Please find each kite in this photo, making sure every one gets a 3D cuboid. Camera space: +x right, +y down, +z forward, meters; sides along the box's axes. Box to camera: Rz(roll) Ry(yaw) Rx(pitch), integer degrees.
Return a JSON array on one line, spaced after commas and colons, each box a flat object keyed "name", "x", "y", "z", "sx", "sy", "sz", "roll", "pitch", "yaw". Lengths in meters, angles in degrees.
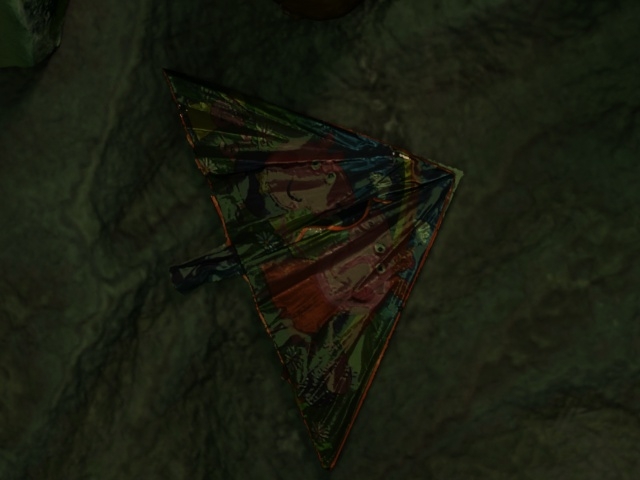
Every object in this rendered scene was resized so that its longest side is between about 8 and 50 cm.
[{"name": "kite", "x": 0.000, "y": 0.000, "z": 1.238, "sx": 0.234, "sy": 0.016, "sz": 0.321, "roll": -22, "pitch": 91, "yaw": 15}]

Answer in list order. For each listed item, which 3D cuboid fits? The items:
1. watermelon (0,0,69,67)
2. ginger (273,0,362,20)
[{"name": "watermelon", "x": -0.307, "y": -0.230, "z": 1.249, "sx": 0.256, "sy": 0.140, "sz": 0.193, "roll": 5, "pitch": 90, "yaw": 22}, {"name": "ginger", "x": -0.041, "y": -0.298, "z": 1.155, "sx": 0.107, "sy": 0.133, "sz": 0.309, "roll": -18, "pitch": 92, "yaw": -11}]
